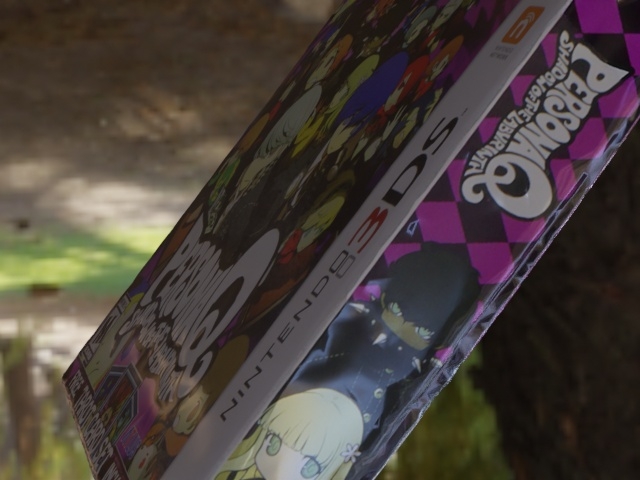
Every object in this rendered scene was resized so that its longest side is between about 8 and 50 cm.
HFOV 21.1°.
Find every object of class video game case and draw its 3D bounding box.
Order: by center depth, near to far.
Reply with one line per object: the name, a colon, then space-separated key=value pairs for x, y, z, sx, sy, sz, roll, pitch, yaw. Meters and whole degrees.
video game case: x=0.000 y=0.000 z=0.559 sx=0.042 sy=0.210 sz=0.232 roll=37 pitch=180 yaw=-16
